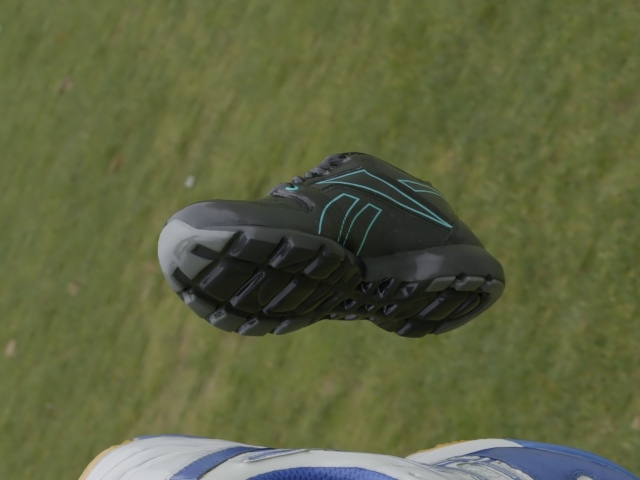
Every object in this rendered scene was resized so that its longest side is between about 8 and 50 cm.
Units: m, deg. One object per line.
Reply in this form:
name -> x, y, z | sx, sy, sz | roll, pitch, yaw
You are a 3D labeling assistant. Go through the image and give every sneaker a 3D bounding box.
sneaker -> 0.045, 0.142, 0.702 | 0.131, 0.296, 0.112 | -4, 83, 64
sneaker -> 0.000, 0.000, 1.059 | 0.101, 0.267, 0.106 | -42, 56, 35
